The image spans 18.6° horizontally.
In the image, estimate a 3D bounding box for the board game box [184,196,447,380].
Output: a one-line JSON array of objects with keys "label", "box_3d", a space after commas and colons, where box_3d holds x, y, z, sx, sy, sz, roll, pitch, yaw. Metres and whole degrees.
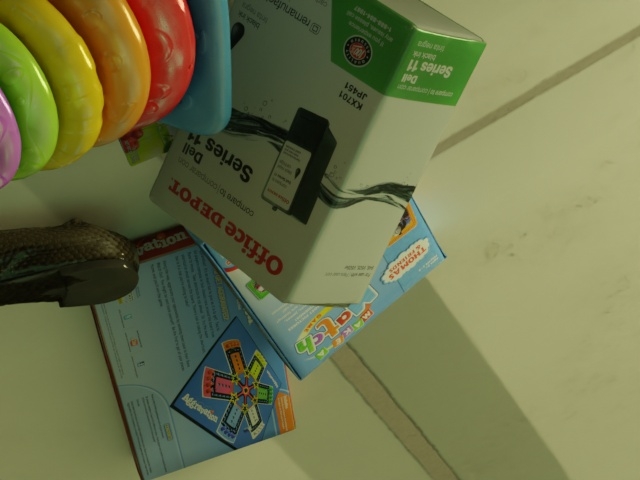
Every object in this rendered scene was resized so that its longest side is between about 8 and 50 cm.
[{"label": "board game box", "box_3d": [0.000, 0.000, 1.519, 0.160, 0.039, 0.211, -40, 141, -6]}]

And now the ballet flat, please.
[{"label": "ballet flat", "box_3d": [-0.256, 0.017, 1.425, 0.250, 0.058, 0.084, -5, 149, -16]}]

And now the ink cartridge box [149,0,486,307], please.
[{"label": "ink cartridge box", "box_3d": [-0.006, -0.078, 1.314, 0.087, 0.153, 0.208, 2, 118, -52]}]

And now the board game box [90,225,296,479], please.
[{"label": "board game box", "box_3d": [-0.104, 0.090, 1.602, 0.145, 0.027, 0.281, -17, 140, -9]}]

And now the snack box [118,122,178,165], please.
[{"label": "snack box", "box_3d": [-0.108, -0.124, 1.350, 0.100, 0.037, 0.141, -23, 141, -5]}]

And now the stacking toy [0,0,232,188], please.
[{"label": "stacking toy", "box_3d": [-0.199, -0.086, 1.132, 0.302, 0.175, 0.165, -44, 143, -41]}]
